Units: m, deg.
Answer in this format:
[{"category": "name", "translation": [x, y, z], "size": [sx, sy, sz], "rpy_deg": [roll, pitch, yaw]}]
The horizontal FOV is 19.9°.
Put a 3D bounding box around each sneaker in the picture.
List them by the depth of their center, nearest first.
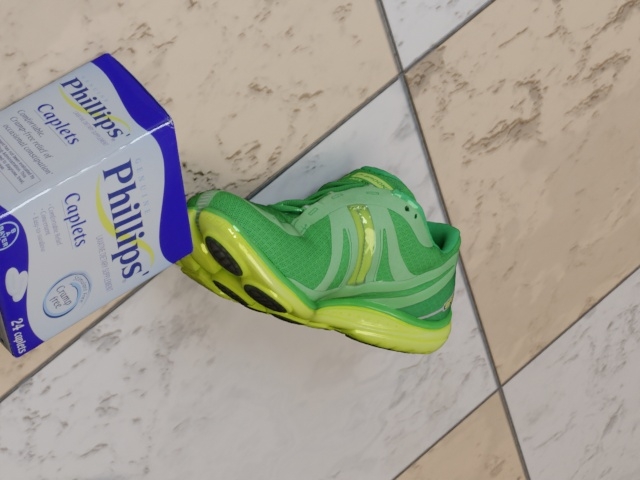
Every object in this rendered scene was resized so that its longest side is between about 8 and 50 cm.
[{"category": "sneaker", "translation": [0.000, 0.000, 1.291], "size": [0.295, 0.109, 0.124], "rpy_deg": [18, 88, -54]}]

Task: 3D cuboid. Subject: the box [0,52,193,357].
[{"category": "box", "translation": [-0.154, -0.020, 1.092], "size": [0.137, 0.072, 0.126], "rpy_deg": [-33, 146, -22]}]
